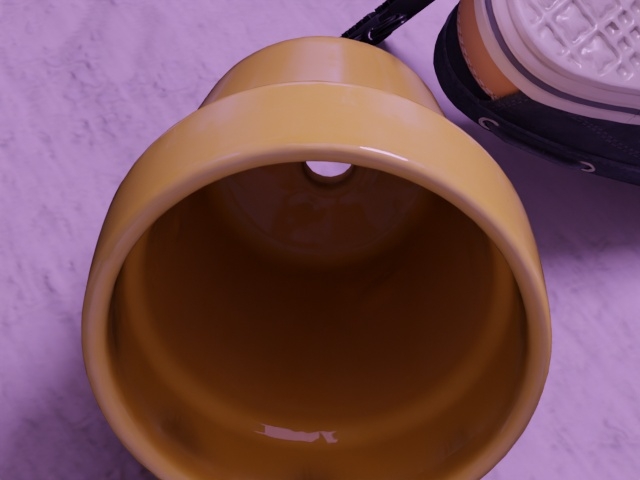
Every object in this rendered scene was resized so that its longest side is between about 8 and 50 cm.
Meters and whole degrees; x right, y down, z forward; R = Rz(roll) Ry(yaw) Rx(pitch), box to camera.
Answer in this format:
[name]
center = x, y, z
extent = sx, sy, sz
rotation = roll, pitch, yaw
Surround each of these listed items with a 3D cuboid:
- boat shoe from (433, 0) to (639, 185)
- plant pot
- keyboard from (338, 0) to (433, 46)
[boat shoe]
center = 0.303, -0.107, 1.316
extent = 0.500, 0.156, 0.187
rotation = 9, 71, -24
[plant pot]
center = 0.000, 0.000, 1.111
extent = 0.254, 0.254, 0.239
rotation = 9, 31, -4
[keyboard]
center = 0.057, -0.163, 1.321
extent = 0.108, 0.180, 0.023
rotation = -39, 94, -39
